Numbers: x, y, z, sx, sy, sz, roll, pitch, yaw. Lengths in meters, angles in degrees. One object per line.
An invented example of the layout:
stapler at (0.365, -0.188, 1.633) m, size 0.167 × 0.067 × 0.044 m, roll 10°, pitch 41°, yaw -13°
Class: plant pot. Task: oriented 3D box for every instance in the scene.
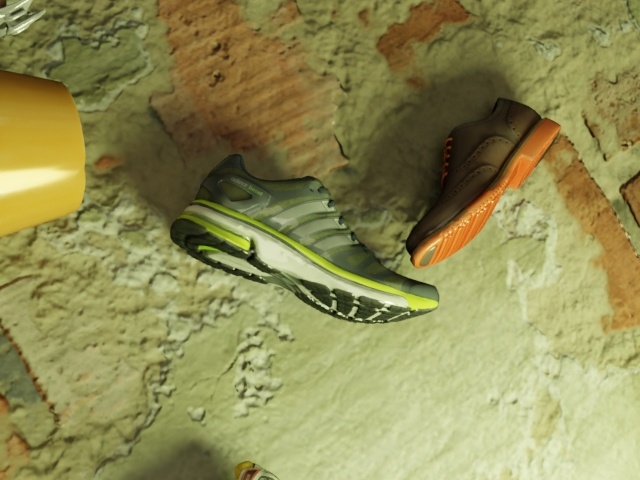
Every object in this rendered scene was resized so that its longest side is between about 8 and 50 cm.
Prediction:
plant pot at (-0.324, -0.077, 0.647) m, size 0.187 × 0.205 × 0.205 m, roll -9°, pitch 81°, yaw -34°

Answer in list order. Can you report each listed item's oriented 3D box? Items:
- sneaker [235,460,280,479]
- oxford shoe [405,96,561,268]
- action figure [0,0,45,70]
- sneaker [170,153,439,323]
sneaker at (-0.122, 0.308, 0.688) m, size 0.225 × 0.088 × 0.092 m, roll -39°, pitch 71°, yaw -20°
oxford shoe at (0.172, -0.072, 0.847) m, size 0.098 × 0.097 × 0.271 m, roll 39°, pitch 60°, yaw 15°
action figure at (-0.392, -0.279, 0.713) m, size 0.185 × 0.099 × 0.285 m, roll -27°, pitch 91°, yaw -27°
sneaker at (0.000, 0.000, 0.767) m, size 0.299 × 0.111 × 0.121 m, roll 24°, pitch 69°, yaw -13°
